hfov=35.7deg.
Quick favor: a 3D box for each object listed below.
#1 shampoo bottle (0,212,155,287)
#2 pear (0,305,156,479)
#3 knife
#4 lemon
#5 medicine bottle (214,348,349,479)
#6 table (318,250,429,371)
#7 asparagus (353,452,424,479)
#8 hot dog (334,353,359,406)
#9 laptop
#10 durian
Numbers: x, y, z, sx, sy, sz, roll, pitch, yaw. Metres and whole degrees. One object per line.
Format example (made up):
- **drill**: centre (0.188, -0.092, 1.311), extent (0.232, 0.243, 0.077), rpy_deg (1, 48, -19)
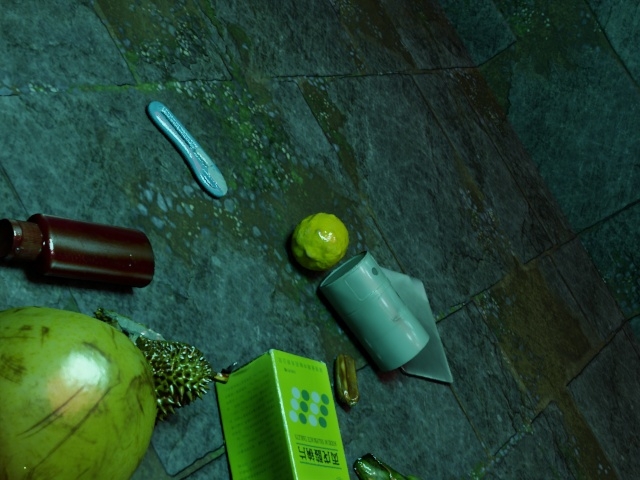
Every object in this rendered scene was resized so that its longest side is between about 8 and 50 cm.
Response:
- **shampoo bottle**: centre (-0.371, 0.014, 1.506), extent (0.260, 0.064, 0.102), rpy_deg (11, 54, -51)
- **pear**: centre (-0.335, 0.214, 1.188), extent (0.280, 0.280, 0.281), rpy_deg (36, 37, -32)
- **knife**: centre (-0.250, -0.175, 1.887), extent (0.222, 0.031, 0.064), rpy_deg (52, 34, -8)
- **lemon**: centre (0.000, 0.000, 2.006), extent (0.114, 0.114, 0.155), rpy_deg (52, 26, -9)
- **medicine bottle**: centre (-0.059, 0.318, 1.601), extent (0.137, 0.141, 0.250), rpy_deg (24, 43, -47)
- **table**: centre (0.109, 0.144, 2.016), extent (0.220, 0.126, 0.126), rpy_deg (54, 30, -7)
- **asparagus**: centre (0.184, 0.482, 1.847), extent (0.287, 0.080, 0.080), rpy_deg (32, 38, -26)
- **hot dog**: centre (0.048, 0.268, 1.906), extent (0.049, 0.037, 0.122), rpy_deg (25, 36, -25)
- **laptop**: centre (0.204, 0.187, 2.220), extent (0.187, 0.015, 0.269), rpy_deg (20, 47, -46)
- **durian**: centre (-0.244, 0.199, 1.435), extent (0.237, 0.193, 0.138), rpy_deg (24, 84, -28)
